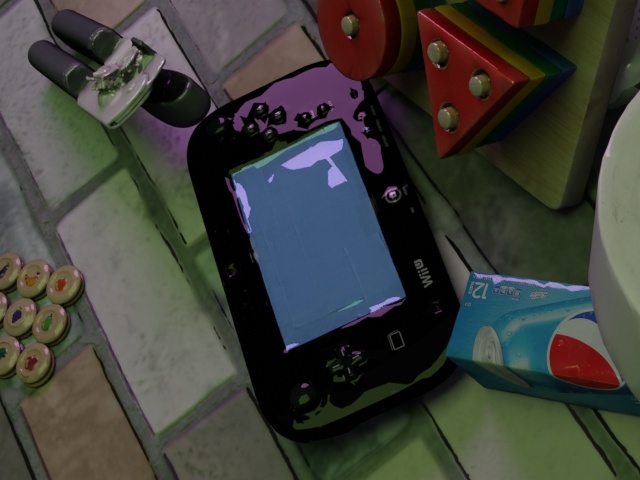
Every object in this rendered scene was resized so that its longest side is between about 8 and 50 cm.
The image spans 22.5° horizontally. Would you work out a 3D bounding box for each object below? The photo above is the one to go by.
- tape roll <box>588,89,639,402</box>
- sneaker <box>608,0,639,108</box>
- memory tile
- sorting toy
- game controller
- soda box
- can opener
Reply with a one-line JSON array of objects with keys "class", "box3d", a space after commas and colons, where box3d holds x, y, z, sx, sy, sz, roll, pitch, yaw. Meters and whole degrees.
[{"class": "tape roll", "box3d": [0.307, 0.004, 0.969, 0.286, 0.100, 0.286, -3, 57, 5]}, {"class": "sneaker", "box3d": [0.172, -0.224, 1.214, 0.111, 0.129, 0.297, -29, 56, 13]}, {"class": "memory tile", "box3d": [-0.278, 0.065, 1.420, 0.148, 0.012, 0.113, 8, 71, 35]}, {"class": "sorting toy", "box3d": [0.100, -0.185, 1.167, 0.257, 0.089, 0.255, 42, 136, 38]}, {"class": "game controller", "box3d": [0.000, 0.000, 1.247, 0.166, 0.067, 0.319, -30, 55, 16]}, {"class": "soda box", "box3d": [0.196, 0.075, 1.084, 0.210, 0.071, 0.067, 7, 70, 34]}, {"class": "can opener", "box3d": [-0.185, -0.141, 1.398, 0.074, 0.093, 0.280, -51, 31, -3]}]
